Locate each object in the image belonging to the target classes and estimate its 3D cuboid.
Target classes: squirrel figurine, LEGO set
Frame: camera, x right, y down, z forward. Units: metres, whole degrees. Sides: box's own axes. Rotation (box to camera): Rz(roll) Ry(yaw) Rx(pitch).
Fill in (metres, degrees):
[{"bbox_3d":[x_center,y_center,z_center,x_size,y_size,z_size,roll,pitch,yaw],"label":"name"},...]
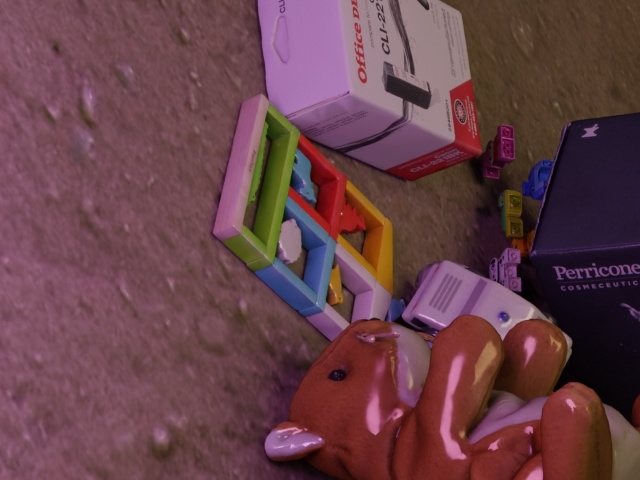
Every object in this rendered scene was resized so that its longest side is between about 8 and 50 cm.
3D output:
[{"bbox_3d":[0.125,0.260,1.678,0.281,0.370,0.397,-10,110,-57],"label":"squirrel figurine"},{"bbox_3d":[0.255,-0.023,2.224,0.087,0.093,0.227,9,67,-19],"label":"LEGO set"}]

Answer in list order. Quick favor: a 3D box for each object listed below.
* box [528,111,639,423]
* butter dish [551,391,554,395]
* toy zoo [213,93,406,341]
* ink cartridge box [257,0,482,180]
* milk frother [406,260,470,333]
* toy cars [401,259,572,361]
[{"bbox_3d":[0.574,0.082,2.164,0.472,0.480,0.297,66,31,-32],"label":"box"},{"bbox_3d":[0.275,0.245,2.062,0.160,0.118,0.160,44,41,-33],"label":"butter dish"},{"bbox_3d":[0.000,0.000,1.874,0.293,0.030,0.192,43,41,-35],"label":"toy zoo"},{"bbox_3d":[0.059,-0.205,1.994,0.273,0.114,0.197,18,59,-50],"label":"ink cartridge box"},{"bbox_3d":[0.157,0.125,1.995,0.143,0.129,0.135,100,6,-46],"label":"milk frother"},{"bbox_3d":[0.227,0.185,1.844,0.176,0.087,0.394,-14,72,-19],"label":"toy cars"}]
